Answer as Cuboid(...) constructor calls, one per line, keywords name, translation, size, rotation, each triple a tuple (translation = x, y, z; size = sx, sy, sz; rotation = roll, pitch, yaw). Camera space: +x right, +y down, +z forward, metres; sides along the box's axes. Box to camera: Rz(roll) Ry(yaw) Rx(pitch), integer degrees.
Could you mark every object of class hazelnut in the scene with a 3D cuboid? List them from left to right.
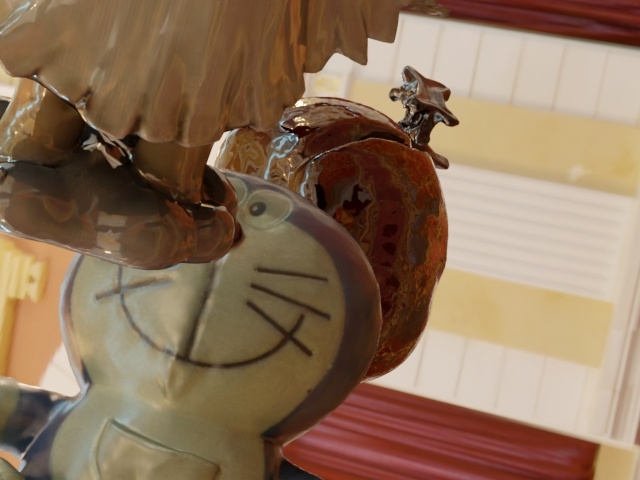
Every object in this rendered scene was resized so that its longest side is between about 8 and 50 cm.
Cuboid(name="hazelnut", translation=(0.000, 0.000, 0.826), size=(0.218, 0.218, 0.234), rotation=(16, -100, -76))

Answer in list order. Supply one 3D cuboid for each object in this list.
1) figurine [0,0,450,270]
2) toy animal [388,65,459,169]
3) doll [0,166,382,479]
Cuboid(name="figurine", translation=(-0.014, -0.177, 0.298), size=(0.166, 0.207, 0.387), rotation=(-110, 40, -63))
Cuboid(name="toy animal", translation=(0.072, -0.097, 1.185), size=(0.210, 0.117, 0.121), rotation=(-40, 28, 20))
Cuboid(name="doll", translation=(-0.069, 0.082, 0.552), size=(0.154, 0.228, 0.258), rotation=(76, -149, -74))
